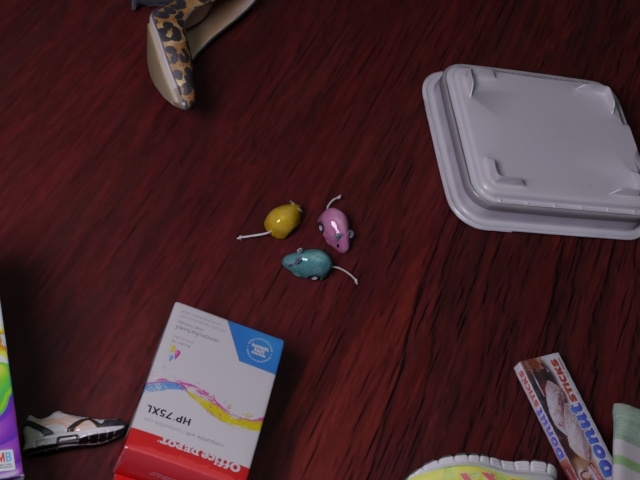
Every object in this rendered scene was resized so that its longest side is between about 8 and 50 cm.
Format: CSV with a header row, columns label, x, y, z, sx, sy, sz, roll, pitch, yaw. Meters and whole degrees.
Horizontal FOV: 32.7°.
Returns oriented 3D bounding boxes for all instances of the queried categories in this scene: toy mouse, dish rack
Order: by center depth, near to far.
label,x,y,z,sx,sy,sz,roll,pitch,yaw
toy mouse,0.000,0.000,1.386,0.143,0.031,0.161,45,53,11
dish rack,0.327,-0.143,1.589,0.332,0.072,0.286,4,56,-20

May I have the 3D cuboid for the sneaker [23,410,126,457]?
label,x,y,z,sx,sy,sz,roll,pitch,yaw
sneaker,-0.259,0.196,1.147,0.109,0.040,0.044,-4,57,-24

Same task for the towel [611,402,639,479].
label,x,y,z,sx,sy,sz,roll,pitch,yaw
towel,0.451,0.376,1.290,0.247,0.038,0.325,24,52,-14

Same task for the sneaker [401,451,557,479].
label,x,y,z,sx,sy,sz,roll,pitch,yaw
sneaker,0.185,0.297,1.230,0.208,0.081,0.094,6,58,-19

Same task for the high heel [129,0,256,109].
label,x,y,z,sx,sy,sz,roll,pitch,yaw
high heel,-0.145,-0.276,1.470,0.186,0.093,0.261,-8,52,-18

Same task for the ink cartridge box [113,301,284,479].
label,x,y,z,sx,sy,sz,roll,pitch,yaw
ink cartridge box,-0.134,0.197,1.171,0.134,0.078,0.231,20,53,-8

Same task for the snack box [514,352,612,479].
label,x,y,z,sx,sy,sz,roll,pitch,yaw
snack box,0.308,0.227,1.361,0.064,0.022,0.178,-9,61,-28

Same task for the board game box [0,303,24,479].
label,x,y,z,sx,sy,sz,roll,pitch,yaw
board game box,-0.385,0.135,1.072,0.142,0.144,0.275,-4,60,-24
